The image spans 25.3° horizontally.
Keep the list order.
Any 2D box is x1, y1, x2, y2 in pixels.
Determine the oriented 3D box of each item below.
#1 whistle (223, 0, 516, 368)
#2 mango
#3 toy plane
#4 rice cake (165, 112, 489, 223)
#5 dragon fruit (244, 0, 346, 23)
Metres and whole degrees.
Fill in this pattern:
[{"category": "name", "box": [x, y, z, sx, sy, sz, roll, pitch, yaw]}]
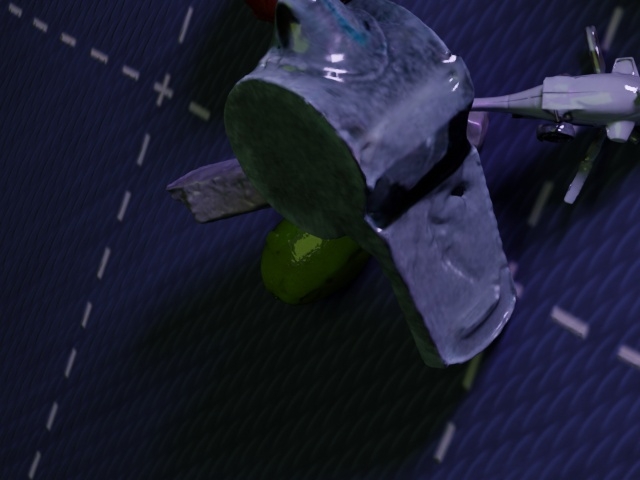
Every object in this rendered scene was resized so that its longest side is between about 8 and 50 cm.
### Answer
[{"category": "whistle", "box": [0.074, -0.067, 1.412, 0.405, 0.168, 0.188, 50, 149, -3]}, {"category": "mango", "box": [-0.001, 0.000, 1.663, 0.178, 0.100, 0.119, -42, 50, 21]}, {"category": "toy plane", "box": [0.217, -0.146, 1.422, 0.273, 0.107, 0.182, 22, 90, 26]}, {"category": "rice cake", "box": [0.009, -0.086, 1.620, 0.399, 0.070, 0.064, -12, 108, 28]}, {"category": "dragon fruit", "box": [-0.030, -0.344, 1.711, 0.172, 0.172, 0.209, -38, 70, 35]}]
